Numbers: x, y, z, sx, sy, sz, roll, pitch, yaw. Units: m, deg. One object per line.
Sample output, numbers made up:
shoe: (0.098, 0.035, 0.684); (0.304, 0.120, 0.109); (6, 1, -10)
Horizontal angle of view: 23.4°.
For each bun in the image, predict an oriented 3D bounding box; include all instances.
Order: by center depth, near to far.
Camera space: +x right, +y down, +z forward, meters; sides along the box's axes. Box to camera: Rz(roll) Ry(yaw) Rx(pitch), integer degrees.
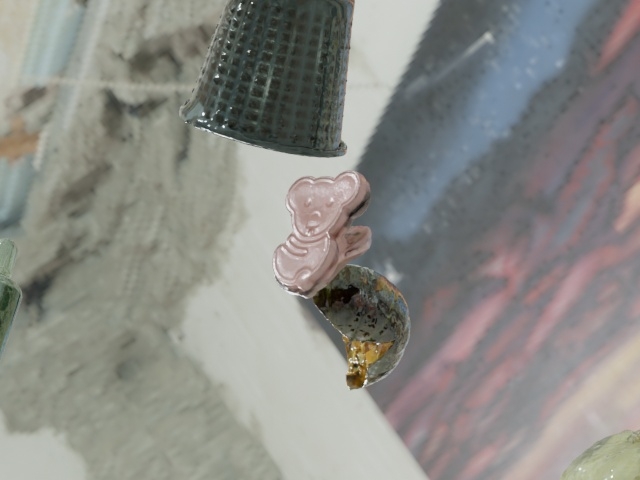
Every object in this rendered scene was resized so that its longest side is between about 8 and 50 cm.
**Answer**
bun: (0.302, 0.228, 1.423); (0.188, 0.164, 0.111); (-21, -69, -44)

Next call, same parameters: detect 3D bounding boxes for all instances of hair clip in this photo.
hair clip: (-0.005, -0.009, 1.827); (0.138, 0.123, 0.102); (-41, -61, -34)

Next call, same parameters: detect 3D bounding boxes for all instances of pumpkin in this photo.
pumpkin: (0.063, 0.105, 1.988); (0.107, 0.119, 0.183); (-13, -46, 8)

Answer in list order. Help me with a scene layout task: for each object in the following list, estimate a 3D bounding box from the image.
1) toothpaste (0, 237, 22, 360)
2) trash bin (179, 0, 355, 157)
toothpaste: (-0.334, 0.164, 1.362); (0.098, 0.392, 0.061); (-6, -36, 30)
trash bin: (-0.040, -0.178, 1.517); (0.175, 0.175, 0.161); (-5, -67, -51)
